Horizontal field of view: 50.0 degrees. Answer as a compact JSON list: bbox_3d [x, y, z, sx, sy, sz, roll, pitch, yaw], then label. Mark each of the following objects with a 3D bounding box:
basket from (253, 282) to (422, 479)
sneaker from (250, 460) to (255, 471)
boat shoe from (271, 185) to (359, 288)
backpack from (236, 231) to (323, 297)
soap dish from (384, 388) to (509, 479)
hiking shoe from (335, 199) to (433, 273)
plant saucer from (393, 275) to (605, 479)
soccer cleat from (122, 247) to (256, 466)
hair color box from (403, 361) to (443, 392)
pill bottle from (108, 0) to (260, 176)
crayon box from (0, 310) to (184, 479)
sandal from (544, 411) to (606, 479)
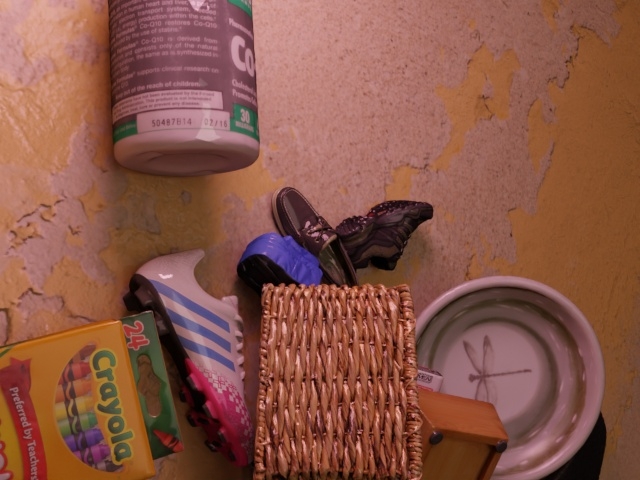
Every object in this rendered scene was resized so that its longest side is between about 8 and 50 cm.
[{"bbox_3d":[0.020,0.231,1.003,0.223,0.213,0.299,1,60,-3],"label":"basket"},{"bbox_3d":[-0.091,0.368,1.064,0.098,0.038,0.069,40,60,-26],"label":"sneaker"},{"bbox_3d":[0.000,0.001,1.170,0.080,0.073,0.223,-40,108,-35],"label":"boat shoe"},{"bbox_3d":[-0.070,0.044,1.099,0.120,0.098,0.101,37,41,-18],"label":"backpack"},{"bbox_3d":[0.173,0.400,1.152,0.229,0.118,0.291,19,98,-34],"label":"soap dish"},{"bbox_3d":[0.124,-0.006,1.278,0.227,0.086,0.114,-20,109,-33],"label":"hiking shoe"},{"bbox_3d":[0.331,0.261,1.310,0.400,0.100,0.400,0,94,-4],"label":"plant saucer"},{"bbox_3d":[-0.150,0.165,0.997,0.143,0.116,0.331,-32,102,-32],"label":"soccer cleat"},{"bbox_3d":[0.161,0.295,1.228,0.072,0.043,0.141,19,93,-8],"label":"hair color box"},{"bbox_3d":[-0.196,-0.285,0.978,0.204,0.204,0.361,0,83,-38],"label":"pill bottle"},{"bbox_3d":[-0.330,0.215,0.823,0.318,0.081,0.202,-14,91,-24],"label":"crayon box"},{"bbox_3d":[0.525,0.521,1.500,0.446,0.107,0.167,-39,106,-49],"label":"sandal"}]
